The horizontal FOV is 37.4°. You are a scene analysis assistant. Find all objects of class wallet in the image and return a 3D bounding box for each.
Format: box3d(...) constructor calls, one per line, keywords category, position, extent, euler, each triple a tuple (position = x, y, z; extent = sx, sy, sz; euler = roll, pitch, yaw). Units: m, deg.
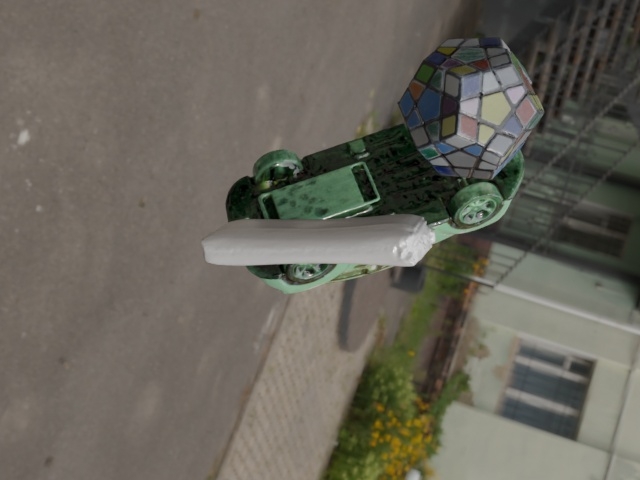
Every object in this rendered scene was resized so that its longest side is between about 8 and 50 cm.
box3d(category="wallet", position=(0.000, 0.000, 0.792), extent=(0.095, 0.189, 0.033), euler=(-49, 136, -73))

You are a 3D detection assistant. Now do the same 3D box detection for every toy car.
box3d(category="toy car", position=(0.059, -0.035, 0.989), extent=(0.125, 0.305, 0.136), euler=(79, -8, -56))

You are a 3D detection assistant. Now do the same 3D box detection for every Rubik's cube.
box3d(category="Rubik's cube", position=(0.114, -0.101, 0.720), extent=(0.111, 0.111, 0.093), euler=(76, 26, -67))
